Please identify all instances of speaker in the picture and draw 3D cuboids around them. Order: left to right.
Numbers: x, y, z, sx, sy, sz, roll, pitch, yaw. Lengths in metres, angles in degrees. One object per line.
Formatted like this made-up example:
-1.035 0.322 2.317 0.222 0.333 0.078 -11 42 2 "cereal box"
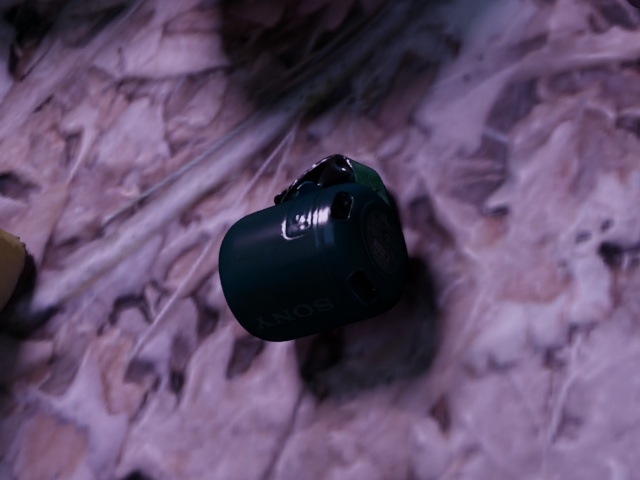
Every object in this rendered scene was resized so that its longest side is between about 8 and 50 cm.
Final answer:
0.003 0.003 0.765 0.075 0.060 0.094 -17 17 30 "speaker"

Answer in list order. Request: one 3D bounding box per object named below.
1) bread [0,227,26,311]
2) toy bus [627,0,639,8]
-0.286 0.054 0.865 0.135 0.178 0.240 13 72 42 "bread"
0.184 -0.200 0.692 0.203 0.142 0.142 -20 45 29 "toy bus"
